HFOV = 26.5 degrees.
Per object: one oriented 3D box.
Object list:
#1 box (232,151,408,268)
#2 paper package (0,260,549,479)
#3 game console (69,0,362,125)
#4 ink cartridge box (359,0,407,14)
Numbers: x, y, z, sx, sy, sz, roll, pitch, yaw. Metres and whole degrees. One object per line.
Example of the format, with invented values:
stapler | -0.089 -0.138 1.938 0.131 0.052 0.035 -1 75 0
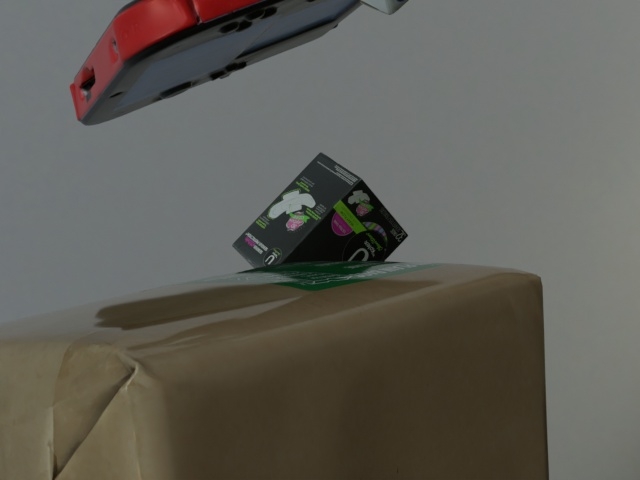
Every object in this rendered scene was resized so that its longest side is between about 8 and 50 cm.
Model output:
box | 0.000 0.000 0.853 0.083 0.052 0.062 -46 -52 -5
paper package | -0.030 0.171 0.627 0.325 0.168 0.310 -9 -81 -55
game console | -0.081 -0.222 1.427 0.342 0.386 0.060 -20 -89 -20
ink cartridge box | 0.116 -0.405 1.182 0.303 0.072 0.307 -43 -38 -23
